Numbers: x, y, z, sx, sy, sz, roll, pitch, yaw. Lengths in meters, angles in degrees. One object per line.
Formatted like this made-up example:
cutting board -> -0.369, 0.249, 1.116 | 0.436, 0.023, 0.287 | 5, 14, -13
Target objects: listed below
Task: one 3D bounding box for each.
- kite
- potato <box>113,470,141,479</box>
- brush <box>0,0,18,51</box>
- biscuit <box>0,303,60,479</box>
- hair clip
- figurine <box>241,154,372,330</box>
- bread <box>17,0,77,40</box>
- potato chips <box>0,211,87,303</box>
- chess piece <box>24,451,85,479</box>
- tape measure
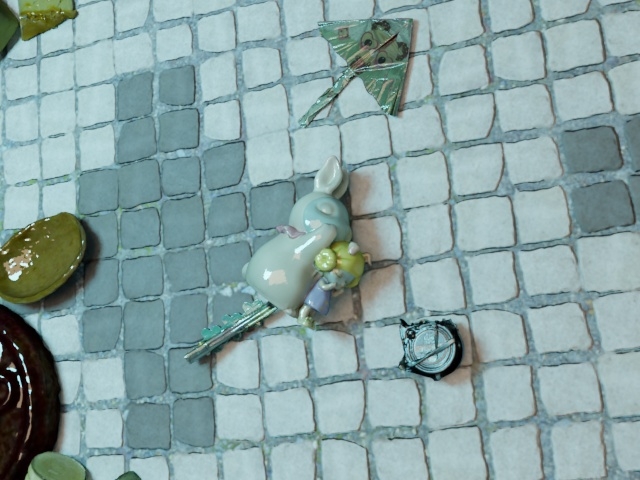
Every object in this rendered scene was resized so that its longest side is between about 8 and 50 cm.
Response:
kite -> 0.053, -0.278, 1.221 | 0.250, 0.012, 0.229 | -41, 67, 8
potato -> -0.340, 0.470, 1.189 | 0.119, 0.054, 0.198 | 28, 89, 24
brush -> -0.686, -0.439, 1.469 | 0.123, 0.059, 0.197 | -50, 64, 9
biscuit -> -0.646, 0.298, 1.304 | 0.407, 0.091, 0.407 | -4, 78, 18
hair clip -> -0.145, 0.140, 1.191 | 0.173, 0.049, 0.049 | -32, 71, 5
figurine -> 0.000, 0.000, 1.127 | 0.155, 0.127, 0.235 | 35, 89, 39
bread -> -0.531, -0.445, 1.446 | 0.109, 0.080, 0.084 | -11, 75, -18
potato chips -> -0.491, 0.035, 1.323 | 0.201, 0.049, 0.150 | -38, 67, 10
chess piece -> -0.467, 0.456, 1.224 | 0.090, 0.090, 0.200 | 30, 100, 21
tape measure -> 0.159, 0.157, 1.080 | 0.094, 0.054, 0.091 | -1, 81, 25
